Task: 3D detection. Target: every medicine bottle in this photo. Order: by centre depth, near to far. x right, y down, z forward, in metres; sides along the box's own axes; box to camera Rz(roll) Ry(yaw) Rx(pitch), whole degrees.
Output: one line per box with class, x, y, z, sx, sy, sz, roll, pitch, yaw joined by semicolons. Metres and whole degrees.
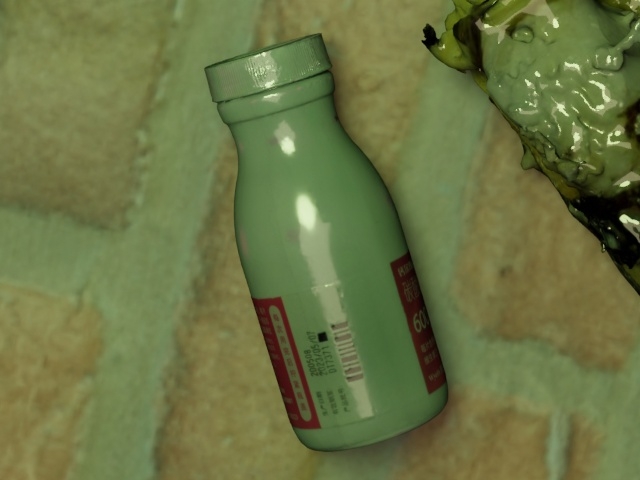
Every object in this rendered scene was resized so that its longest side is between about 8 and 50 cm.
medicine bottle;0.000;0.000;1.044;0.090;0.090;0.217;-16;98;6

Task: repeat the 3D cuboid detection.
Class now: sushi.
sushi;0.185;-0.046;1.007;0.139;0.131;0.291;-39;87;11
